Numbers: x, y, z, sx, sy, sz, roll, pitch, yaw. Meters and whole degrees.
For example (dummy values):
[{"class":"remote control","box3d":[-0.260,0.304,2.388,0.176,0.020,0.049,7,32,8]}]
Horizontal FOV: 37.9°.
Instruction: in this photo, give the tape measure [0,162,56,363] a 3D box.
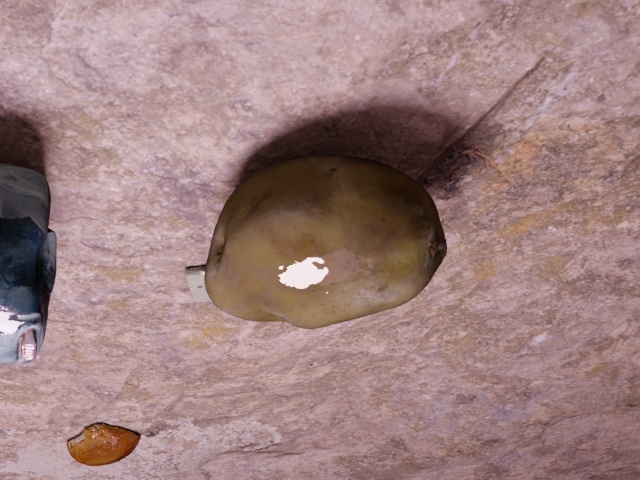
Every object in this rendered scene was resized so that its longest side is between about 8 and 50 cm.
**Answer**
[{"class":"tape measure","box3d":[-0.416,0.031,1.193,0.147,0.256,0.275,3,168,-18]}]

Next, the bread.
[{"class":"bread","box3d":[-0.440,0.417,1.880,0.129,0.044,0.126,-31,137,32]}]

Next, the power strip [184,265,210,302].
[{"class":"power strip","box3d":[-0.190,0.070,1.485,0.040,0.016,0.090,-8,144,-1]}]

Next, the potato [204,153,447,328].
[{"class":"potato","box3d":[0.000,0.000,1.260,0.326,0.221,0.243,-16,134,27]}]
